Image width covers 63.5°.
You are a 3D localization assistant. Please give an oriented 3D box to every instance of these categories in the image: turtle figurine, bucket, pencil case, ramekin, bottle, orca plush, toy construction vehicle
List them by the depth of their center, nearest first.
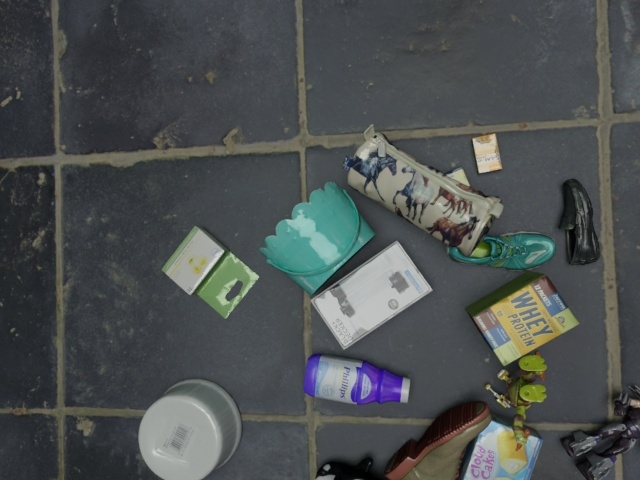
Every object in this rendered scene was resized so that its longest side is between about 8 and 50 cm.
[{"bbox_3d":[0.495,0.355,1.252,0.087,0.217,0.269,16,61,23],"label":"turtle figurine"},{"bbox_3d":[0.255,-0.124,1.301,0.411,0.183,0.160,34,68,24],"label":"pencil case"},{"bbox_3d":[0.000,0.000,1.357,0.281,0.281,0.183,-45,85,7],"label":"bucket"},{"bbox_3d":[0.498,0.397,1.366,0.086,0.035,0.098,-45,82,7],"label":"toy construction vehicle"},{"bbox_3d":[0.116,0.630,1.373,0.287,0.151,0.102,-7,59,51],"label":"orca plush"},{"bbox_3d":[0.100,0.386,1.411,0.283,0.092,0.118,8,90,11],"label":"bottle"},{"bbox_3d":[-0.377,0.548,1.477,0.278,0.135,0.276,0,89,10],"label":"ramekin"}]

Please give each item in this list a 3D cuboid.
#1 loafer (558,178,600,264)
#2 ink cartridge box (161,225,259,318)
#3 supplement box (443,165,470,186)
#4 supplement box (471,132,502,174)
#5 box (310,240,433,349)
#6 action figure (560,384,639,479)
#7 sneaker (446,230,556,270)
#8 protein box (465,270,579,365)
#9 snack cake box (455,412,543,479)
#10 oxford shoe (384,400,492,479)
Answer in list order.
[{"bbox_3d":[0.651,-0.046,1.324,0.079,0.076,0.223,-12,91,2],"label":"loafer"},{"bbox_3d":[-0.323,0.095,1.517,0.235,0.056,0.171,40,95,11],"label":"ink cartridge box"},{"bbox_3d":[0.355,-0.142,1.391,0.083,0.056,0.083,-22,85,10],"label":"supplement box"},{"bbox_3d":[0.445,-0.231,1.386,0.062,0.036,0.098,-11,87,11],"label":"supplement box"},{"bbox_3d":[0.140,0.148,1.411,0.290,0.087,0.169,-34,83,8],"label":"box"},{"bbox_3d":[0.758,0.484,1.287,0.285,0.099,0.185,-35,78,5],"label":"action figure"},{"bbox_3d":[0.468,0.030,1.340,0.276,0.110,0.106,-2,89,10],"label":"sneaker"},{"bbox_3d":[0.490,0.186,1.287,0.200,0.201,0.135,-33,83,8],"label":"protein box"},{"bbox_3d":[0.452,0.597,1.345,0.152,0.089,0.264,18,92,9],"label":"snack cake box"},{"bbox_3d":[0.327,0.546,1.345,0.130,0.123,0.348,45,115,4],"label":"oxford shoe"}]
